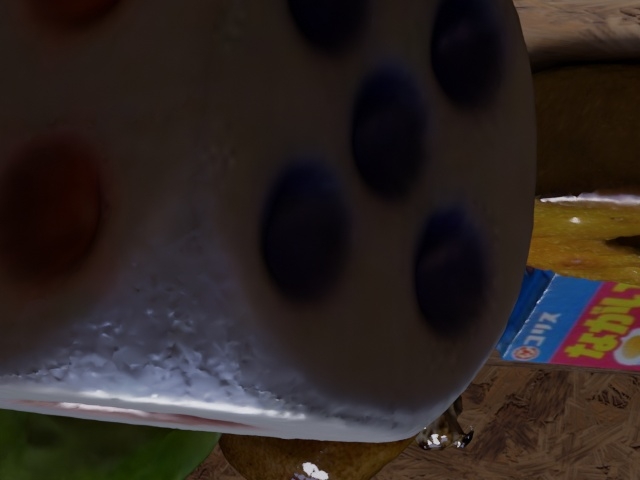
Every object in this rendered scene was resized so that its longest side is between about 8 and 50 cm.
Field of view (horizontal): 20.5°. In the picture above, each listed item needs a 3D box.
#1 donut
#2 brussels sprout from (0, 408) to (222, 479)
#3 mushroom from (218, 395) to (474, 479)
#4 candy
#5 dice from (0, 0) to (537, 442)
[{"bbox_3d":[0.232,-0.039,1.149,0.303,0.110,0.303,7,171,1],"label":"donut"},{"bbox_3d":[-0.263,0.074,1.307,0.425,0.361,0.342,11,160,-13],"label":"brussels sprout"},{"bbox_3d":[0.019,0.207,2.333,0.345,0.345,0.259,1,139,25],"label":"mushroom"},{"bbox_3d":[0.298,0.028,1.392,0.306,0.100,0.157,4,147,-13],"label":"candy"},{"bbox_3d":[-0.071,-0.042,0.818,0.259,0.251,0.243,-1,168,38],"label":"dice"}]
